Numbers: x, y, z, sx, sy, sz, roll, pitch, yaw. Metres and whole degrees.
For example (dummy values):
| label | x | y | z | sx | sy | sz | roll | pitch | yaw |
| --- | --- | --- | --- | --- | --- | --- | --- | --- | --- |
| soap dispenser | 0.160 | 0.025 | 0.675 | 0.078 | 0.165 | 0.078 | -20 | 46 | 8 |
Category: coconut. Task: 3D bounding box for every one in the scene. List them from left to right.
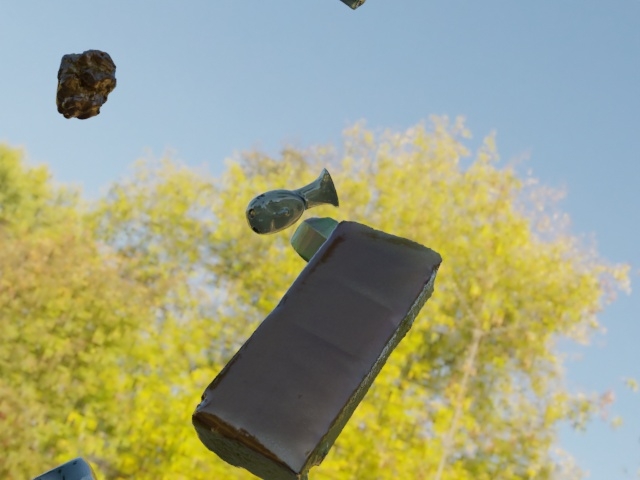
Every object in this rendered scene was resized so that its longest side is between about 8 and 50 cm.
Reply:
| label | x | y | z | sx | sy | sz | roll | pitch | yaw |
| --- | --- | --- | --- | --- | --- | --- | --- | --- | --- |
| coconut | 0.000 | 0.000 | 1.727 | 0.083 | 0.081 | 0.082 | 33 | 6 | 0 |

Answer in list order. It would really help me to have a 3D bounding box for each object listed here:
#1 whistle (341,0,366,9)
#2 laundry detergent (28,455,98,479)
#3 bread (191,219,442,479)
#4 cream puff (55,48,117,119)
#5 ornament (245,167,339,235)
| label | x | y | z | sx | sy | sz | roll | pitch | yaw |
| --- | --- | --- | --- | --- | --- | --- | --- | --- | --- |
| whistle | -0.051 | -0.578 | 1.945 | 0.188 | 0.405 | 0.168 | -15 | -27 | -9 |
| laundry detergent | -0.243 | 0.339 | 1.169 | 0.211 | 0.063 | 0.137 | 64 | 5 | 3 |
| bread | 0.003 | 0.119 | 1.224 | 0.138 | 0.361 | 0.077 | 22 | -44 | 18 |
| cream puff | -0.373 | -0.250 | 1.742 | 0.094 | 0.116 | 0.122 | 3 | -62 | -12 |
| ornament | -0.051 | -0.060 | 1.840 | 0.081 | 0.156 | 0.075 | -137 | -153 | -71 |
